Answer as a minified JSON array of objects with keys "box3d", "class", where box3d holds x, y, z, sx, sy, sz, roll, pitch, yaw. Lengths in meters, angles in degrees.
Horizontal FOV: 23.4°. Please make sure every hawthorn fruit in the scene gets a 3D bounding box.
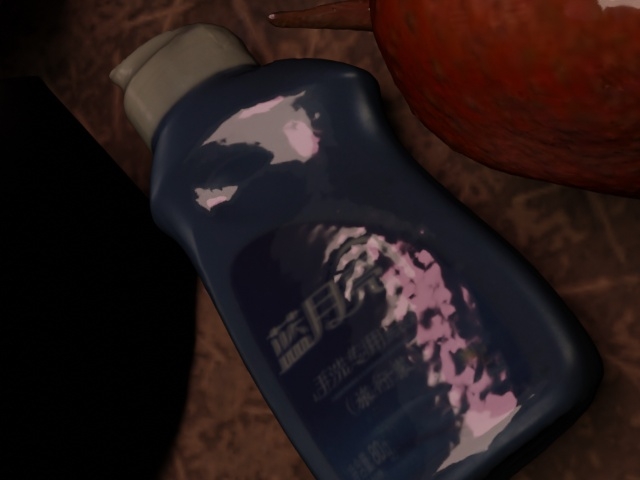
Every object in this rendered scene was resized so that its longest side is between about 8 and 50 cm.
[{"box3d":[0.103,-0.117,0.659,0.262,0.210,0.211,0,88,32],"class":"hawthorn fruit"}]

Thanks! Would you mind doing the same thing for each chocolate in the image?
[{"box3d":[-0.229,0.050,0.783,0.186,0.283,0.284,12,93,41],"class":"chocolate"}]

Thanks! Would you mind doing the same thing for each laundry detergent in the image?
[{"box3d":[0.000,0.000,0.756,0.143,0.094,0.290,-45,72,18],"class":"laundry detergent"}]

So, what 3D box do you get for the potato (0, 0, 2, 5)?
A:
[{"box3d":[-0.307,-0.162,0.839,0.300,0.246,0.196,51,126,20],"class":"potato"}]
